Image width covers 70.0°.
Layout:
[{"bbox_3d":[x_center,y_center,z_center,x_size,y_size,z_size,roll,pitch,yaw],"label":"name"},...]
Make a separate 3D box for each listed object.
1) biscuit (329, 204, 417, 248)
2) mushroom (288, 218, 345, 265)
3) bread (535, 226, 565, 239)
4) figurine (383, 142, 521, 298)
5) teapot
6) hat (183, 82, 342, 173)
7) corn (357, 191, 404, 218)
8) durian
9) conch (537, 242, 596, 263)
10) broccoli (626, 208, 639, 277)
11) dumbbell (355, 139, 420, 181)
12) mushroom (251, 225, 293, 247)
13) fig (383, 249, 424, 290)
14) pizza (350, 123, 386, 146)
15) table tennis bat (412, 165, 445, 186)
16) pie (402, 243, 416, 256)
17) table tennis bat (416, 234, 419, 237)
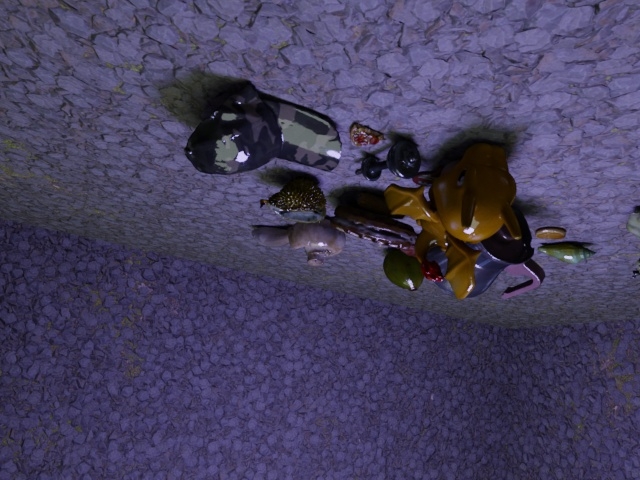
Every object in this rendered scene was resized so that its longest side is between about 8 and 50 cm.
[{"bbox_3d":[0.195,-0.051,1.721,0.331,0.103,0.332,15,-176,-1],"label":"biscuit"},{"bbox_3d":[0.000,0.000,1.979,0.253,0.195,0.189,13,159,-24],"label":"mushroom"},{"bbox_3d":[0.880,-0.024,1.749,0.110,0.025,0.110,7,162,2],"label":"bread"},{"bbox_3d":[0.408,-0.055,1.327,0.268,0.401,0.387,-21,166,-19],"label":"figurine"},{"bbox_3d":[0.590,0.053,1.644,0.376,0.305,0.362,43,154,4],"label":"teapot"},{"bbox_3d":[-0.154,-0.242,1.285,0.381,0.257,0.366,31,162,-6],"label":"hat"},{"bbox_3d":[0.228,-0.126,1.670,0.207,0.068,0.068,15,162,-19],"label":"corn"},{"bbox_3d":[-0.093,-0.152,1.626,0.237,0.138,0.193,10,166,-14],"label":"durian"},{"bbox_3d":[0.996,0.048,1.845,0.200,0.080,0.094,16,-174,43],"label":"conch"},{"bbox_3d":[1.076,0.004,1.380,0.348,0.293,0.281,39,-174,-40],"label":"broccoli"},{"bbox_3d":[0.187,-0.220,1.341,0.110,0.110,0.254,20,166,-33],"label":"dumbbell"},{"bbox_3d":[-0.211,-0.018,2.197,0.246,0.108,0.096,1,-158,30],"label":"mushroom"},{"bbox_3d":[0.410,0.154,2.234,0.202,0.225,0.203,-6,145,-5],"label":"fig"},{"bbox_3d":[0.115,-0.289,1.264,0.100,0.029,0.099,-6,157,38],"label":"pizza"},{"bbox_3d":[0.353,-0.202,1.453,0.098,0.019,0.154,12,166,-10],"label":"table tennis bat"},{"bbox_3d":[0.450,0.026,1.992,0.218,0.054,0.204,4,160,20],"label":"pie"},{"bbox_3d":[0.562,0.016,2.013,0.310,0.038,0.200,4,162,18],"label":"table tennis bat"}]
